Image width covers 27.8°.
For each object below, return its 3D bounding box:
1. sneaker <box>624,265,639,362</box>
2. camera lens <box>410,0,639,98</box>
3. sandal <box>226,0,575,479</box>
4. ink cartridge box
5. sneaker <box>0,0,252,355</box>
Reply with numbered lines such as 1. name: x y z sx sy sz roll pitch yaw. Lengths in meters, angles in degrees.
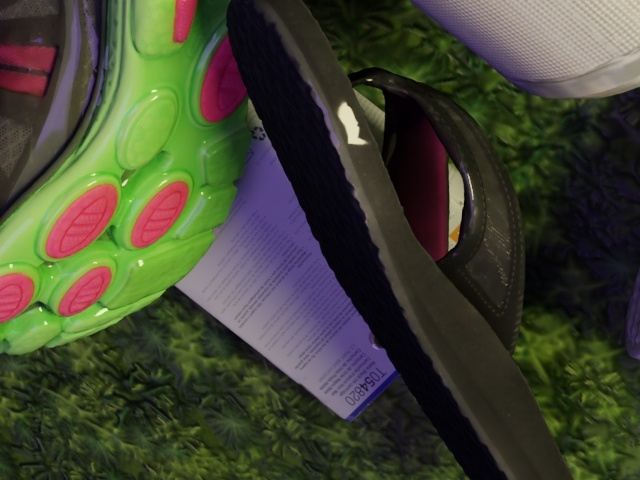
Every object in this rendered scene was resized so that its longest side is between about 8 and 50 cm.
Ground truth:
1. sneaker: 0.316 -0.062 0.741 0.150 0.135 0.366 19 123 -6
2. camera lens: 0.097 -0.218 0.638 0.274 0.219 0.219 33 131 -30
3. sandal: 0.075 0.010 0.832 0.107 0.167 0.446 -36 119 -10
4. ink cartridge box: 0.000 0.000 0.958 0.224 0.045 0.223 40 126 -3
5. sneaker: -0.151 -0.120 0.878 0.202 0.185 0.483 47 118 36
